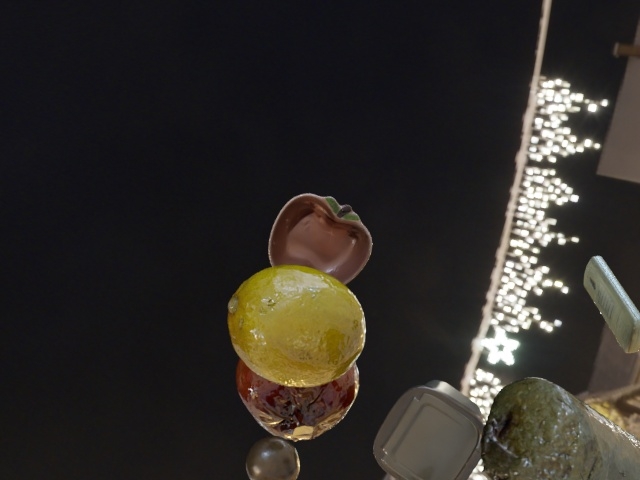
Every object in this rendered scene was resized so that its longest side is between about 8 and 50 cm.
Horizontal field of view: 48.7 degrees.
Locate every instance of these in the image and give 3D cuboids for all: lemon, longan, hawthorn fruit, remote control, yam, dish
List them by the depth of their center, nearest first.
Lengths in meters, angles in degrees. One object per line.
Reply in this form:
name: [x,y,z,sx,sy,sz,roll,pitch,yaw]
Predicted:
yam: [0.400,0.352,1.132,0.300,0.195,0.195,32,-100,-31]
lemon: [-0.044,0.162,1.340,0.263,0.236,0.235,3,-73,-6]
longan: [-0.092,0.437,1.373,0.113,0.092,0.113,1,-92,-26]
dish: [0.000,0.000,1.485,0.090,0.214,0.213,-73,-5,-81]
remote control: [0.655,0.141,1.583,0.038,0.233,0.098,-7,-51,-5]
hawthorn fruit: [-0.054,0.298,1.633,0.295,0.295,0.311,25,-129,-50]

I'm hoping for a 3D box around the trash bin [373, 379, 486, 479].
trash bin: [0.268,0.443,1.647,0.219,0.219,0.250,-57,-13,8]
